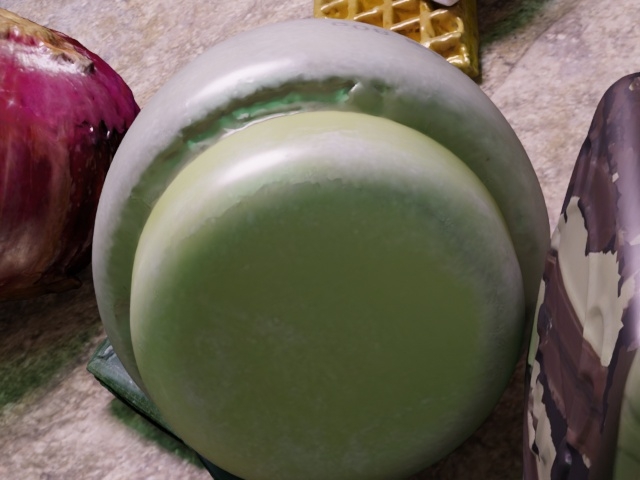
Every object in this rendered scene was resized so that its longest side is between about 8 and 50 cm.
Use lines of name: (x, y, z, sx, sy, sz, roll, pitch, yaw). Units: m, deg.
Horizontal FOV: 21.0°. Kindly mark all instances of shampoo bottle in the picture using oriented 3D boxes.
shampoo bottle: (0.000, 0.000, 1.242, 0.322, 0.322, 0.317, -26, 27, 11)

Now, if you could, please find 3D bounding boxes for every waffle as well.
waffle: (0.067, -0.182, 1.619, 0.160, 0.055, 0.211, -17, 41, 20)

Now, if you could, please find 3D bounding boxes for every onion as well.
onion: (-0.354, -0.040, 1.613, 0.385, 0.348, 0.348, -65, 33, 18)

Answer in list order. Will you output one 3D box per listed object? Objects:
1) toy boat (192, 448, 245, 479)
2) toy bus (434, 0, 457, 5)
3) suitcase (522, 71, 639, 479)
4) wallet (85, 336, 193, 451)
toy boat: (-0.050, 0.175, 1.307, 0.055, 0.060, 0.141, -38, 44, -7)
toy bus: (0.185, -0.345, 1.602, 0.297, 0.131, 0.106, -34, 44, -24)
suitcase: (0.229, 0.057, 0.973, 0.194, 0.339, 0.351, 11, 33, -1)
wallet: (-0.071, 0.061, 1.456, 0.236, 0.055, 0.160, -46, 45, -17)
